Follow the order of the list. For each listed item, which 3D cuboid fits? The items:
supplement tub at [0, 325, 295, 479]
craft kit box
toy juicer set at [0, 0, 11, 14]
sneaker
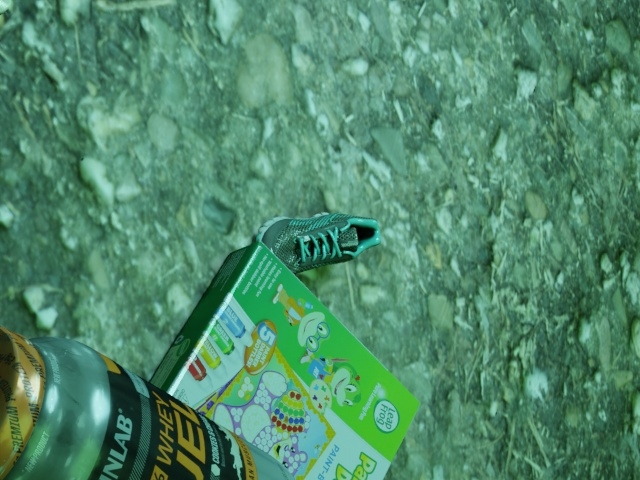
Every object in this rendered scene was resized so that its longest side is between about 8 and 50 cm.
[{"bbox_3d":[-0.177,0.202,1.436,0.316,0.193,0.193,35,59,-37],"label":"supplement tub"},{"bbox_3d":[-0.043,0.171,1.703,0.246,0.061,0.250,47,49,-22],"label":"craft kit box"},{"bbox_3d":[-0.402,-0.174,1.281,0.329,0.089,0.209,-42,107,-38],"label":"toy juicer set"},{"bbox_3d":[0.000,0.000,1.814,0.166,0.076,0.065,-22,103,-53],"label":"sneaker"}]
